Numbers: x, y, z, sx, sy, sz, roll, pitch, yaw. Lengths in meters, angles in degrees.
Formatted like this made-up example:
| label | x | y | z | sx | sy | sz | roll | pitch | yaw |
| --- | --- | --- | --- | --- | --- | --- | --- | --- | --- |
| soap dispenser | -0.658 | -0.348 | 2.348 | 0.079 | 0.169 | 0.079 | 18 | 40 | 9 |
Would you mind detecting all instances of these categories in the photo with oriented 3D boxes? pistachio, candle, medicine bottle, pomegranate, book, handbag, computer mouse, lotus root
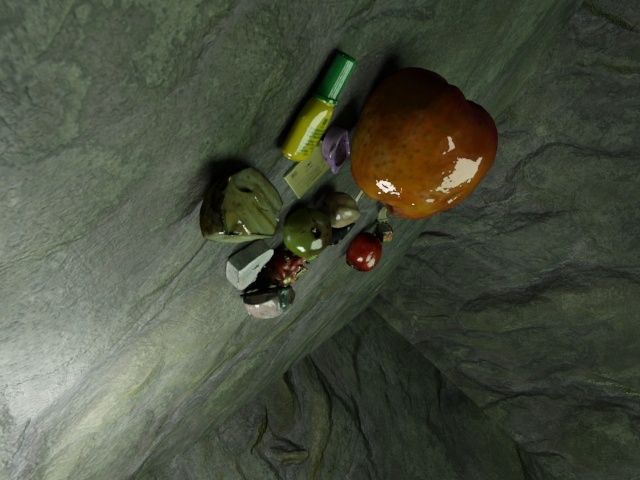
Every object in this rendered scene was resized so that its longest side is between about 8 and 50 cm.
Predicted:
| label | x | y | z | sx | sy | sz | roll | pitch | yaw |
| --- | --- | --- | --- | --- | --- | --- | --- | --- | --- |
| pistachio | 0.070 | -0.114 | 1.685 | 0.238 | 0.153 | 0.137 | -170 | -77 | -80 |
| candle | -0.254 | 0.086 | 1.521 | 0.192 | 0.068 | 0.168 | -53 | 164 | 9 |
| medicine bottle | -0.003 | -0.350 | 1.180 | 0.309 | 0.076 | 0.111 | -56 | 162 | 25 |
| pomegranate | -0.064 | -0.024 | 1.595 | 0.211 | 0.179 | 0.179 | -23 | -179 | 41 |
| book | -0.036 | -0.229 | 1.450 | 0.168 | 0.013 | 0.192 | -46 | 162 | -3 |
| book | 0.242 | -0.248 | 2.023 | 0.199 | 0.016 | 0.138 | -22 | 149 | -51 |
| handbag | 0.000 | 0.000 | 1.805 | 0.254 | 0.088 | 0.211 | -27 | 179 | 45 |
| computer mouse | -0.197 | 0.246 | 1.782 | 0.200 | 0.114 | 0.389 | -7 | 179 | 10 |
| lotus root | -0.223 | -0.082 | 1.173 | 0.314 | 0.142 | 0.210 | 40 | 55 | -67 |

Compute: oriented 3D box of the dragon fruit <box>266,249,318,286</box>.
| label | x | y | z | sx | sy | sz | roll | pitch | yaw |
| --- | --- | --- | --- | --- | --- | --- | --- | --- | --- |
| dragon fruit | -0.110 | 0.092 | 1.694 | 0.236 | 0.135 | 0.137 | -27 | 178 | 34 |

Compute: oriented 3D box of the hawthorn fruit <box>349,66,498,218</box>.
| label | x | y | z | sx | sy | sz | roll | pitch | yaw |
| --- | --- | --- | --- | --- | --- | --- | --- | --- | --- |
| hawthorn fruit | 0.315 | -0.293 | 1.427 | 0.472 | 0.472 | 0.471 | -41 | 161 | -18 |

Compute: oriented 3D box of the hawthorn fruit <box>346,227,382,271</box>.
| label | x | y | z | sx | sy | sz | roll | pitch | yaw |
| --- | --- | --- | --- | --- | --- | --- | --- | --- | --- |
| hawthorn fruit | 0.248 | 0.049 | 2.396 | 0.251 | 0.190 | 0.189 | -58 | 160 | 7 |

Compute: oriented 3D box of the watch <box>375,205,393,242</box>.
| label | x | y | z | sx | sy | sz | roll | pitch | yaw |
| --- | --- | --- | --- | --- | --- | --- | --- | --- | --- |
| watch | 0.345 | -0.082 | 2.358 | 0.102 | 0.164 | 0.268 | -10 | 168 | 1 |

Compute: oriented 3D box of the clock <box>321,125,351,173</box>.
| label | x | y | z | sx | sy | sz | roll | pitch | yaw |
| --- | --- | --- | --- | --- | --- | --- | --- | --- | --- |
| clock | 0.045 | -0.289 | 1.415 | 0.110 | 0.050 | 0.152 | -57 | 162 | -13 |
